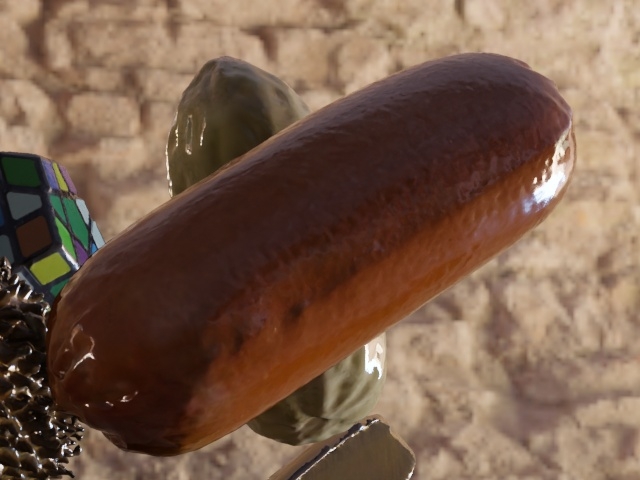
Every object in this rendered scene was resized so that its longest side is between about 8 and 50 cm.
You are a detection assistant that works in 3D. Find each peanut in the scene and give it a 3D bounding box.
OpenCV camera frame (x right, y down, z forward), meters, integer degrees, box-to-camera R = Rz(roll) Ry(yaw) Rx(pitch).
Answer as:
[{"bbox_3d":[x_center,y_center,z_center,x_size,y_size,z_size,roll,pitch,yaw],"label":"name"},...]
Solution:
[{"bbox_3d":[-0.030,0.011,0.826,0.123,0.256,0.123,-14,-167,3],"label":"peanut"}]

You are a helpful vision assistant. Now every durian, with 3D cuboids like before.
[{"bbox_3d":[-0.114,0.050,0.460,0.071,0.110,0.140,8,146,2],"label":"durian"}]

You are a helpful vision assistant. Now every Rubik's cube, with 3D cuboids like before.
[{"bbox_3d":[-0.169,0.012,0.639,0.133,0.133,0.112,1,155,-15],"label":"Rubik's cube"}]

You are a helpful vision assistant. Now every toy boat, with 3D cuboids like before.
[{"bbox_3d":[-0.038,0.221,0.882,0.321,0.089,0.121,-40,177,-45],"label":"toy boat"}]

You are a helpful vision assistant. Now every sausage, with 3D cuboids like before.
[{"bbox_3d":[0.000,0.000,0.414,0.197,0.076,0.076,-33,-162,-29],"label":"sausage"}]
